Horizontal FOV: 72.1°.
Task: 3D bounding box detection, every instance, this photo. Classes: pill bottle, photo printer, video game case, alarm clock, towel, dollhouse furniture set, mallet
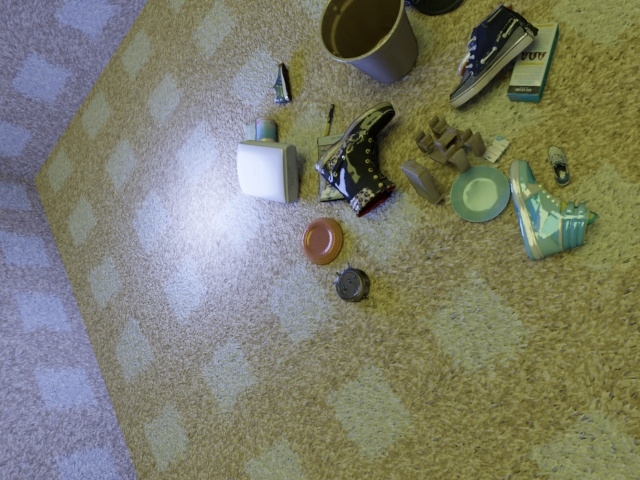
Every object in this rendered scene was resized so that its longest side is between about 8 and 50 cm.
[{"bbox_3d":[-0.248,-0.476,2.017,0.087,0.087,0.160,-11,75,30],"label":"pill bottle"},{"bbox_3d":[-0.243,-0.307,1.925,0.307,0.107,0.256,15,117,33],"label":"photo printer"},{"bbox_3d":[0.109,-0.302,1.766,0.247,0.035,0.275,-5,80,22],"label":"video game case"},{"bbox_3d":[0.133,0.183,1.677,0.192,0.064,0.129,42,104,27],"label":"alarm clock"},{"bbox_3d":[-0.328,-0.487,2.083,0.110,0.027,0.148,-4,83,52],"label":"towel"},{"bbox_3d":[0.423,-0.274,1.527,0.242,0.161,0.212,-45,41,0],"label":"dollhouse furniture set"},{"bbox_3d":[0.041,-0.489,1.870,0.062,0.039,0.190,16,86,32],"label":"mallet"}]

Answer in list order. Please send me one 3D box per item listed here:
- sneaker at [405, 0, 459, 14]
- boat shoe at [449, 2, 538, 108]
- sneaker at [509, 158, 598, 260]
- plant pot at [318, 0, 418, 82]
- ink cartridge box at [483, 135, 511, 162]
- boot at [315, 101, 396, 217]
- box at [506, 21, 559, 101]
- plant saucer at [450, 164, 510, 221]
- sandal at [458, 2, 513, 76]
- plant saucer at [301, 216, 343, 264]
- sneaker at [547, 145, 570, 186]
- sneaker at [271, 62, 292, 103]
[{"bbox_3d":[0.375,-0.961,1.676,0.340,0.139,0.125,25,93,32],"label":"sneaker"},{"bbox_3d":[0.528,-0.614,1.465,0.158,0.127,0.340,41,124,-9],"label":"boat shoe"},{"bbox_3d":[0.704,-0.114,1.330,0.208,0.127,0.320,-15,83,31],"label":"sneaker"},{"bbox_3d":[0.213,-0.757,1.643,0.333,0.305,0.335,-7,78,32],"label":"plant pot"},{"bbox_3d":[0.595,-0.304,1.486,0.048,0.028,0.083,44,105,30],"label":"ink cartridge box"},{"bbox_3d":[0.185,-0.296,1.637,0.377,0.138,0.284,-40,68,18],"label":"boot"},{"bbox_3d":[0.701,-0.585,1.449,0.100,0.060,0.245,16,90,34],"label":"box"},{"bbox_3d":[0.541,-0.155,1.489,0.194,0.037,0.195,-7,78,32],"label":"plant saucer"},{"bbox_3d":[0.590,-0.676,1.521,0.076,0.101,0.265,47,115,28],"label":"sandal"},{"bbox_3d":[0.000,0.000,1.805,0.199,0.037,0.200,-6,79,32],"label":"plant saucer"},{"bbox_3d":[0.742,-0.238,1.364,0.052,0.058,0.136,-20,71,28],"label":"sneaker"},{"bbox_3d":[-0.191,-0.723,2.036,0.086,0.064,0.192,-15,77,24],"label":"sneaker"}]
